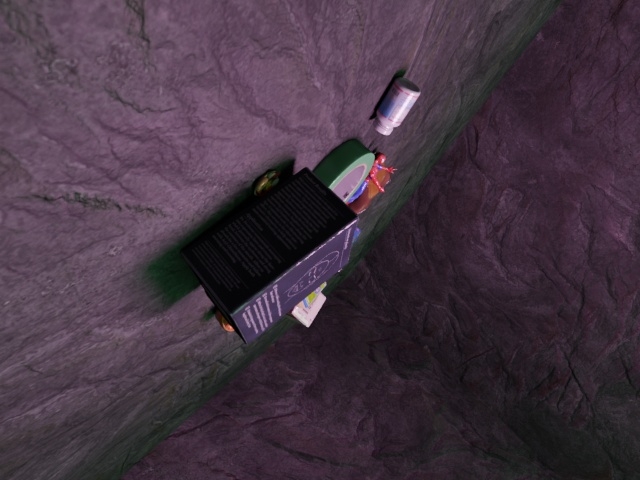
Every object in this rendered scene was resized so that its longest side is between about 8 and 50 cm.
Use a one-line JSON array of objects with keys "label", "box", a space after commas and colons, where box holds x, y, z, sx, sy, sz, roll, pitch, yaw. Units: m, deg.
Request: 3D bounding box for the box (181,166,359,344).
[{"label": "box", "box": [-0.120, 0.047, 1.110, 0.395, 0.212, 0.293, -37, 160, -19]}]

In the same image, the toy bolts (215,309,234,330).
[{"label": "toy bolts", "box": [-0.281, 0.212, 1.532, 0.228, 0.158, 0.218, -12, 105, -52]}]

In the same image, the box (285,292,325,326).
[{"label": "box", "box": [-0.120, 0.245, 1.740, 0.127, 0.232, 0.148, 48, 65, -38]}]

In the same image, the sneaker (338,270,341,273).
[{"label": "sneaker", "box": [-0.020, 0.124, 1.839, 0.107, 0.124, 0.283, -17, -179, -41]}]

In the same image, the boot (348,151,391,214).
[{"label": "boot", "box": [0.180, -0.223, 1.713, 0.264, 0.096, 0.280, -36, 164, 9]}]

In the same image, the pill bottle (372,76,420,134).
[{"label": "pill bottle", "box": [0.228, -0.409, 1.264, 0.087, 0.087, 0.160, -33, 163, -49]}]

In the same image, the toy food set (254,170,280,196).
[{"label": "toy food set", "box": [-0.134, -0.142, 1.034, 0.082, 0.020, 0.083, -42, 167, -24]}]

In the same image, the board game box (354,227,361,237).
[{"label": "board game box", "box": [0.150, 0.023, 2.512, 0.210, 0.047, 0.160, -43, 168, -21]}]

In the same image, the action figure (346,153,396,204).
[{"label": "action figure", "box": [0.191, -0.206, 1.573, 0.091, 0.139, 0.280, -89, -155, -48]}]

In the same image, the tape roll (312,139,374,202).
[{"label": "tape roll", "box": [0.049, -0.189, 1.390, 0.321, 0.077, 0.321, -44, 168, -12]}]

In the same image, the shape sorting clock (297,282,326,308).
[{"label": "shape sorting clock", "box": [-0.040, 0.165, 1.590, 0.206, 0.040, 0.206, -34, 135, -42]}]
